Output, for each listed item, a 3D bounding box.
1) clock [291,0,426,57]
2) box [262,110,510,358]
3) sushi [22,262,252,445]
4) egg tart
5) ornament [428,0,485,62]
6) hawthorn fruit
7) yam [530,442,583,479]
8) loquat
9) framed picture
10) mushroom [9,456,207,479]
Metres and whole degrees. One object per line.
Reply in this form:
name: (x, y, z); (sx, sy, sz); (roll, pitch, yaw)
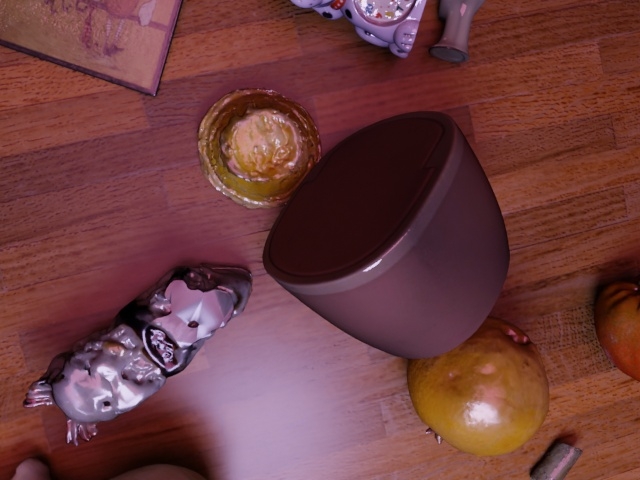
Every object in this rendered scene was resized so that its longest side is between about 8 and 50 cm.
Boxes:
clock: (0.035, -0.384, 0.784); (0.254, 0.189, 0.188); (13, 91, -4)
box: (0.102, 0.001, 0.749); (0.301, 0.301, 0.216); (-49, 121, -4)
sushi: (-0.238, 0.138, 0.775); (0.332, 0.130, 0.124); (-39, 99, -6)
egg tart: (-0.086, -0.137, 0.817); (0.191, 0.074, 0.191); (0, 92, -12)
ornament: (0.215, -0.362, 0.857); (0.075, 0.081, 0.156); (9, 95, -44)
hawthorn fruit: (0.538, 0.143, 0.890); (0.189, 0.189, 0.189); (-1, 93, -10)
yam: (0.400, 0.382, 0.943); (0.043, 0.043, 0.094); (40, 85, -9)
loquat: (0.235, 0.216, 0.830); (0.208, 0.208, 0.207); (-1, 93, -10)
framed picture: (-0.307, -0.403, 0.767); (0.256, 0.014, 0.338); (18, 98, -10)
mushroom: (-0.292, 0.428, 0.737); (0.336, 0.314, 0.314); (22, 89, 22)
